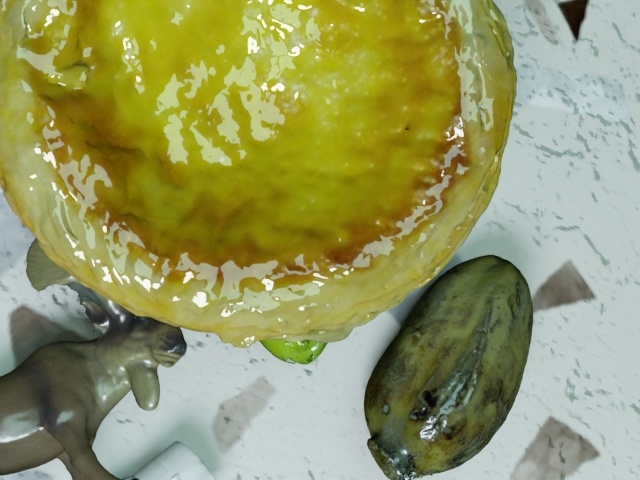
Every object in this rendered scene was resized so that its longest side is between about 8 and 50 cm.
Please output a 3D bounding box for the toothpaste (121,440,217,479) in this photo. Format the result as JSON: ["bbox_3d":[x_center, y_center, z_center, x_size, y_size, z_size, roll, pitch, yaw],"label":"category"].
[{"bbox_3d":[-0.147,0.194,0.942,0.193,0.045,0.071,-40,86,-20],"label":"toothpaste"}]

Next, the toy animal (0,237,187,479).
[{"bbox_3d":[-0.152,0.085,0.931,0.214,0.093,0.186,-18,59,-12],"label":"toy animal"}]

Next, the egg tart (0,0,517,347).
[{"bbox_3d":[-0.043,-0.087,0.942,0.319,0.128,0.318,1,86,-10],"label":"egg tart"}]

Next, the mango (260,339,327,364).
[{"bbox_3d":[0.000,0.000,1.032,0.091,0.074,0.165,18,71,-20],"label":"mango"}]

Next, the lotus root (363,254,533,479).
[{"bbox_3d":[0.088,0.086,1.045,0.089,0.080,0.179,19,58,26],"label":"lotus root"}]
